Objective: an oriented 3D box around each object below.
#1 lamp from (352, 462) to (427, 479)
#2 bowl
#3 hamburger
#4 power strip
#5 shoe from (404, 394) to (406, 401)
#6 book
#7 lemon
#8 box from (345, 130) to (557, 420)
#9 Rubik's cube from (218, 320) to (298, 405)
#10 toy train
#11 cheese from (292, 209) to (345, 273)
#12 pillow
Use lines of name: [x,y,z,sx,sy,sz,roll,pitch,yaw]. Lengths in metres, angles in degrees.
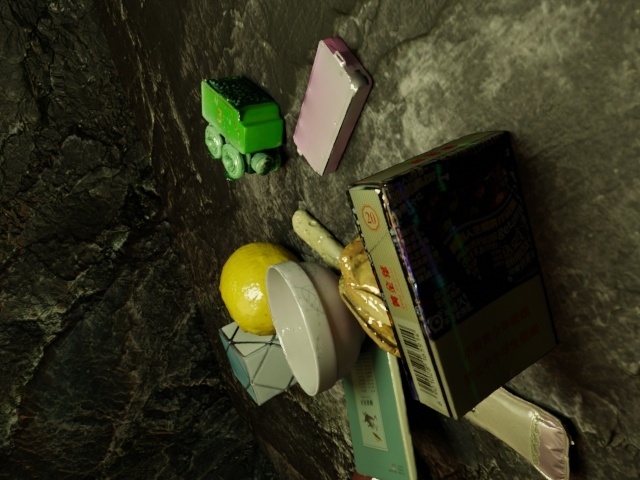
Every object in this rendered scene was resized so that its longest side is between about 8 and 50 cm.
lamp: [0.179,0.606,1.240,0.258,0.180,0.180,59,155,13]
bowl: [-0.003,0.169,1.095,0.287,0.144,0.286,164,90,-70]
hamburger: [0.114,0.111,0.928,0.262,0.131,0.124,49,152,41]
power strip: [0.013,-0.225,0.907,0.109,0.038,0.279,56,154,16]
shoe: [0.152,0.392,1.207,0.077,0.074,0.194,-122,25,-42]
book: [0.109,0.328,1.118,0.264,0.031,0.379,146,118,-66]
lemon: [-0.143,0.121,1.331,0.288,0.234,0.233,-129,25,-51]
box: [0.174,0.041,0.649,0.084,0.198,0.310,10,122,62]
Rubik's cube: [-0.179,0.363,1.668,0.205,0.207,0.205,29,137,52]
toy train: [-0.180,-0.256,1.166,0.243,0.133,0.188,45,142,36]
cheese: [0.000,0.000,1.149,0.194,0.043,0.064,46,151,36]
pillow: [0.302,0.287,0.829,0.233,0.038,0.130,27,134,57]
